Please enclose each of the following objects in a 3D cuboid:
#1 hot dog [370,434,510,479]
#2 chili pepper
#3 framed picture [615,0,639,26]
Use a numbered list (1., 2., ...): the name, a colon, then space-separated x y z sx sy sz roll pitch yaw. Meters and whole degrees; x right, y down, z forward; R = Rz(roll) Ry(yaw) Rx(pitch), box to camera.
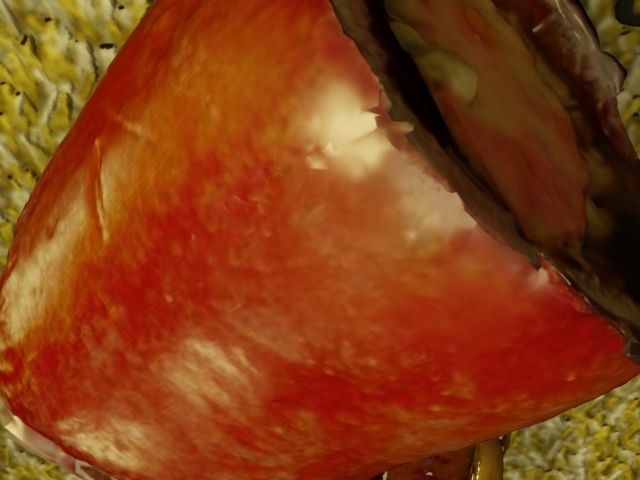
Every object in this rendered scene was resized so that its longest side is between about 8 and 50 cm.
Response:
1. hot dog: 0.030 0.166 0.686 0.194 0.107 0.326 9 132 -5
2. chili pepper: 0.000 0.000 0.488 0.251 0.229 0.305 27 138 -24
3. framed picture: 0.291 -0.167 0.357 0.338 0.014 0.255 13 135 18
